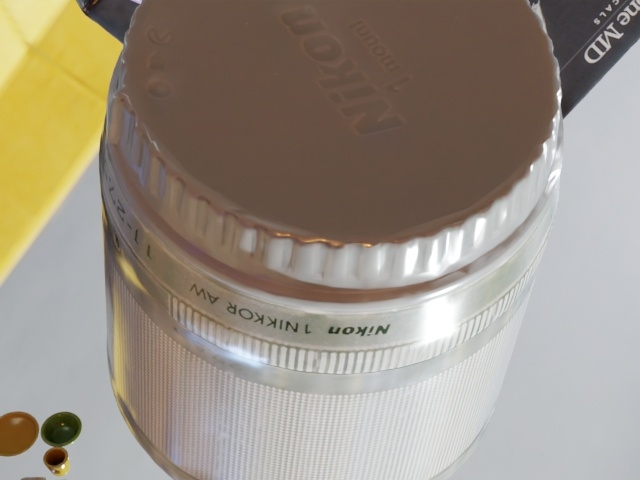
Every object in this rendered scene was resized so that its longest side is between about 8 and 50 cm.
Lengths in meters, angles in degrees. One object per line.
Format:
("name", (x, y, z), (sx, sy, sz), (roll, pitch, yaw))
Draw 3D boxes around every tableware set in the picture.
("tableware set", (-0.288, 0.189, 1.541), (0.024, 0.154, 0.104), (78, 14, -49))

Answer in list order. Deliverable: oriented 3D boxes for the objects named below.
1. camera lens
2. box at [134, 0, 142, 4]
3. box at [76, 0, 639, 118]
("camera lens", (0.000, 0.000, 0.889), (0.219, 0.219, 0.274), (-53, 163, -32))
("box", (-0.069, -0.259, 1.317), (0.057, 0.293, 0.201), (-12, -121, 60))
("box", (0.058, -0.312, 1.809), (0.480, 0.472, 0.297), (-47, -150, 9))
